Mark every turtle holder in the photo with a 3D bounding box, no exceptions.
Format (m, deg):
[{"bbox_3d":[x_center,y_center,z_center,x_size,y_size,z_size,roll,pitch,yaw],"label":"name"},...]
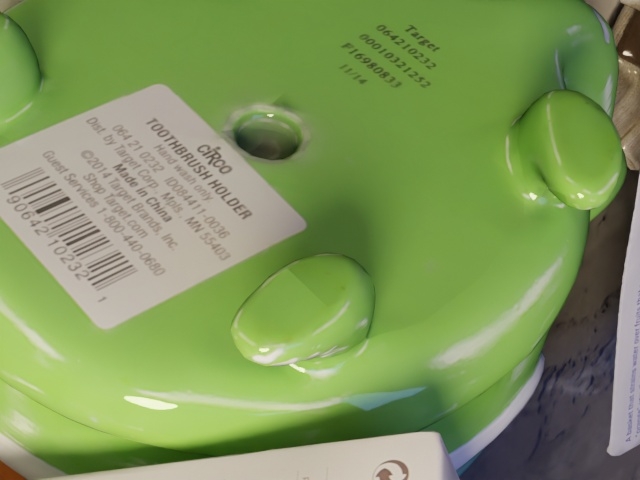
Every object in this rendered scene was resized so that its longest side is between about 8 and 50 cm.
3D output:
[{"bbox_3d":[-0.020,-0.003,0.726,0.227,0.243,0.320,102,12,-45],"label":"turtle holder"}]

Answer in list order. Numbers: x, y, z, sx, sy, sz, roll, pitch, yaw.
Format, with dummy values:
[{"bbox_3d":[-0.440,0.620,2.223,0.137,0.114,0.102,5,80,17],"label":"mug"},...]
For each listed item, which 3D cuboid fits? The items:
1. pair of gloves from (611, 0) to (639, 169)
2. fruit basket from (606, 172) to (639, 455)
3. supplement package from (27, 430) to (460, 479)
[{"bbox_3d":[0.158,-0.150,0.896,0.240,0.042,0.204,28,89,-53],"label":"pair of gloves"},{"bbox_3d":[0.278,-0.087,0.958,0.353,0.165,0.327,-22,132,-25],"label":"fruit basket"},{"bbox_3d":[-0.066,0.209,0.585,0.262,0.199,0.198,-8,139,14],"label":"supplement package"}]
